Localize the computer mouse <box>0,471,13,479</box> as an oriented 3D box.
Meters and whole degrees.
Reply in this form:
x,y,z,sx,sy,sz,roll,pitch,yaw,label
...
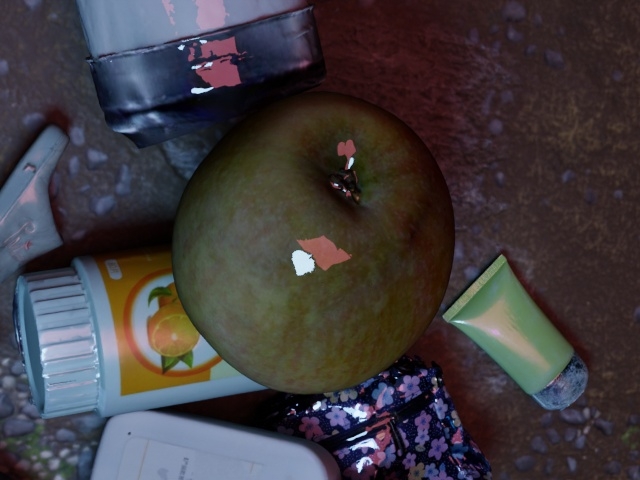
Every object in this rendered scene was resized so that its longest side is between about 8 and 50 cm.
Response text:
x,y,z,sx,sy,sz,roll,pitch,yaw,label
-0.353,0.267,1.527,0.137,0.086,0.270,-38,140,13,computer mouse

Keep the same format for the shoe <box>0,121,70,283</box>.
x,y,z,sx,sy,sz,roll,pitch,yaw,label
-0.279,-0.016,1.537,0.078,0.079,0.195,28,84,-7,shoe

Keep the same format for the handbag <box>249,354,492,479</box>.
x,y,z,sx,sy,sz,roll,pitch,yaw,label
0.044,0.224,1.663,0.229,0.127,0.207,-26,96,1,handbag

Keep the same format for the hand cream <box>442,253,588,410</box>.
x,y,z,sx,sy,sz,roll,pitch,yaw,label
0.219,0.108,1.752,0.095,0.046,0.175,-45,103,-7,hand cream

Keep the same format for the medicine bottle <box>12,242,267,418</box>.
x,y,z,sx,sy,sz,roll,pitch,yaw,label
-0.127,0.078,1.565,0.318,0.158,0.158,-9,101,-18,medicine bottle

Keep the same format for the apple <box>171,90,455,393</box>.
x,y,z,sx,sy,sz,roll,pitch,yaw,label
0.000,0.000,1.415,0.257,0.234,0.256,7,67,-17,apple

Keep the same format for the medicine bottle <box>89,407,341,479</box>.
x,y,z,sx,sy,sz,roll,pitch,yaw,label
-0.073,0.262,1.572,0.296,0.111,0.161,10,90,12,medicine bottle

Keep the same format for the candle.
x,y,z,sx,sy,sz,roll,pitch,yaw,label
-0.132,-0.269,1.481,0.221,0.221,0.342,-19,101,-16,candle
